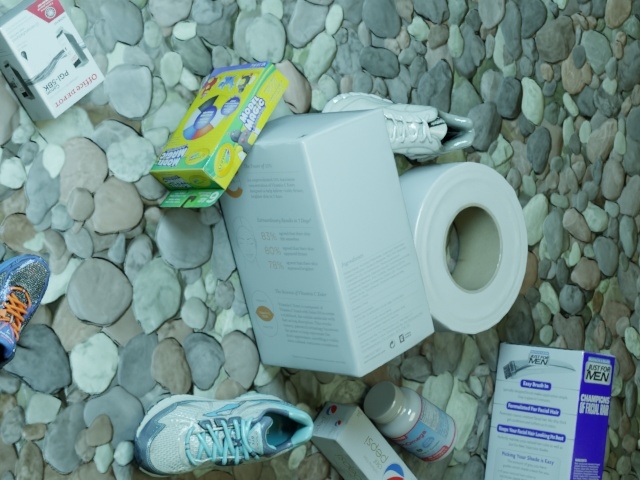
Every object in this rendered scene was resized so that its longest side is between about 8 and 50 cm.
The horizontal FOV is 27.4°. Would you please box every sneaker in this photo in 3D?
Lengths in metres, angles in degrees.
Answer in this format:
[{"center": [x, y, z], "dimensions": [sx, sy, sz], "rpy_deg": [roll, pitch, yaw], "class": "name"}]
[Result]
[{"center": [-0.397, 0.113, 1.620], "dimensions": [0.083, 0.087, 0.221], "rpy_deg": [46, 62, -34], "class": "sneaker"}, {"center": [-0.130, 0.267, 1.844], "dimensions": [0.283, 0.122, 0.110], "rpy_deg": [-8, 96, -42], "class": "sneaker"}, {"center": [0.122, -0.178, 2.068], "dimensions": [0.292, 0.118, 0.110], "rpy_deg": [-2, 95, -41], "class": "sneaker"}]

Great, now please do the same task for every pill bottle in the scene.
[{"center": [0.144, 0.290, 2.119], "dimensions": [0.160, 0.087, 0.087], "rpy_deg": [37, 67, -36], "class": "pill bottle"}]

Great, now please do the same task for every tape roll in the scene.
[{"center": [0.216, 0.013, 2.170], "dimensions": [0.286, 0.100, 0.286], "rpy_deg": [-2, 93, -43], "class": "tape roll"}]

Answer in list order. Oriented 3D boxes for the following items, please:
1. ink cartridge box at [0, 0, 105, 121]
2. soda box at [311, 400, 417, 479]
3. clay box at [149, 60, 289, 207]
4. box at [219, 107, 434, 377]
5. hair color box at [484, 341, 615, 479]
[{"center": [-0.352, -0.234, 1.672], "dimensions": [0.099, 0.056, 0.135], "rpy_deg": [-46, 119, -32], "class": "ink cartridge box"}, {"center": [0.072, 0.348, 2.064], "dimensions": [0.216, 0.074, 0.069], "rpy_deg": [52, 58, -30], "class": "soda box"}, {"center": [-0.147, -0.145, 1.814], "dimensions": [0.053, 0.127, 0.222], "rpy_deg": [46, 61, -32], "class": "clay box"}, {"center": [0.000, 0.000, 1.894], "dimensions": [0.168, 0.215, 0.345], "rpy_deg": [-26, 109, -39], "class": "box"}, {"center": [0.393, 0.354, 2.282], "dimensions": [0.110, 0.185, 0.338], "rpy_deg": [10, 85, -42], "class": "hair color box"}]
